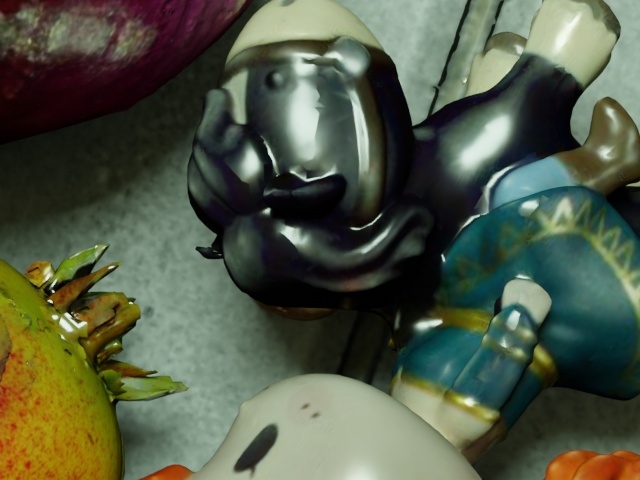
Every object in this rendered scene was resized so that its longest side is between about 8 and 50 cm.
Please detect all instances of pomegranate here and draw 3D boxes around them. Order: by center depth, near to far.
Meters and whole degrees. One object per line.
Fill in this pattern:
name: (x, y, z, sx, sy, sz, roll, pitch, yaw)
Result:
pomegranate: (-0.185, 0.092, 0.820, 0.235, 0.210, 0.210, -29, 81, -9)

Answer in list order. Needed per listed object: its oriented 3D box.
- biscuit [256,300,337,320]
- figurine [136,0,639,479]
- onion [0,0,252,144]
biscuit: (0.000, 0.000, 0.924, 0.078, 0.015, 0.091, 18, 81, 5)
figurine: (0.050, 0.070, 0.789, 0.306, 0.241, 0.411, 16, 76, -31)
onion: (-0.197, -0.148, 0.836, 0.348, 0.348, 0.385, 26, 120, 5)
